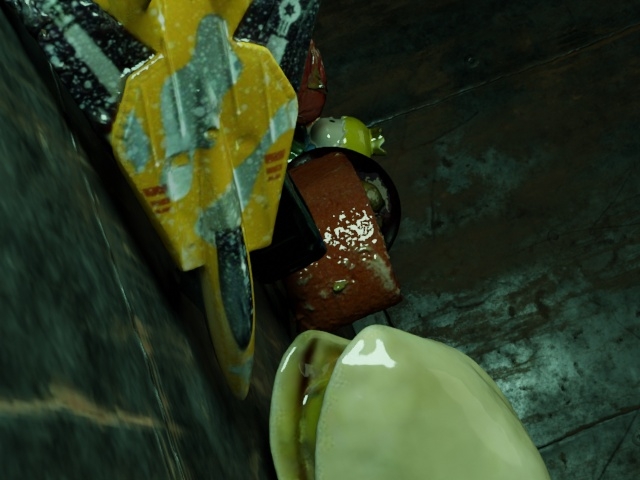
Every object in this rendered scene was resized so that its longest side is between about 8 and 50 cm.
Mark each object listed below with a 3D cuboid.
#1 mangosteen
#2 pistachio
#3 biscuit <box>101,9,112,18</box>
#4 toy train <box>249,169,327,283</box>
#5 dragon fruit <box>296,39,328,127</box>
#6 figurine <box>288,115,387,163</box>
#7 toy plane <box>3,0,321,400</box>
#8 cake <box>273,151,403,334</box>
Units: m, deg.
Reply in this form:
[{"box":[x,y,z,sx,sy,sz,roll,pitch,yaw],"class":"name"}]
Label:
[{"box":[0.018,-0.030,1.528,0.250,0.211,0.211,-76,146,-67],"class":"mangosteen"},{"box":[0.070,0.200,0.753,0.194,0.214,0.318,-9,-60,48],"class":"pistachio"},{"box":[-0.169,-0.229,0.811,0.262,0.037,0.261,-22,90,-87],"class":"biscuit"},{"box":[-0.070,-0.048,0.840,0.409,0.086,0.089,59,8,-74],"class":"toy train"},{"box":[-0.110,-0.272,1.661,0.223,0.148,0.218,59,-29,4],"class":"dragon fruit"},{"box":[-0.006,-0.193,1.855,0.127,0.234,0.185,49,19,-72],"class":"figurine"},{"box":[-0.069,-0.049,0.588,0.103,0.204,0.316,41,-39,48],"class":"toy plane"},{"box":[0.000,0.000,1.250,0.283,0.151,0.176,-107,173,-76],"class":"cake"}]
